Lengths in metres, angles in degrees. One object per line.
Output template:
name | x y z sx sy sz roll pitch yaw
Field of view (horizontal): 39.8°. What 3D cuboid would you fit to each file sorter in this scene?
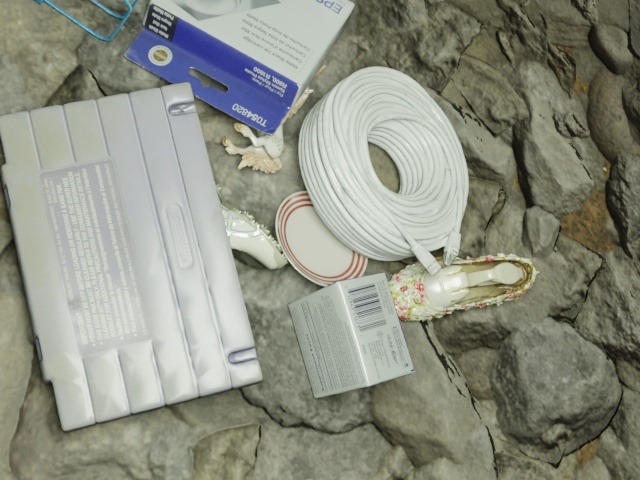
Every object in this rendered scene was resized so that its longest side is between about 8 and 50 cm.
file sorter | -0.249 -0.347 1.074 0.104 0.118 0.170 34 63 -18

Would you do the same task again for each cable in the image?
cable | 0.090 -0.100 1.180 0.257 0.089 0.257 38 53 -19

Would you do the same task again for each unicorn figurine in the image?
unicorn figurine | -0.068 -0.162 1.154 0.111 0.060 0.162 13 85 -31

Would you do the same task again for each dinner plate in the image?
dinner plate | 0.000 0.000 1.146 0.141 0.017 0.141 19 53 -28

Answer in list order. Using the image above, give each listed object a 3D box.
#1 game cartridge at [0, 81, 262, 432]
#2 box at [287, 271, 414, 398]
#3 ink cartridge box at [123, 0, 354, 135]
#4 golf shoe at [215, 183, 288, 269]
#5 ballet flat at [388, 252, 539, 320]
game cartridge | -0.216 0.013 0.987 0.230 0.068 0.355 -13 81 -8
box | 0.034 0.117 1.073 0.072 0.137 0.126 -12 81 -31
ink cartridge box | -0.101 -0.272 1.133 0.223 0.045 0.224 28 63 2
golf shoe | -0.124 -0.009 1.081 0.176 0.069 0.086 40 78 -6
ballet flat | 0.198 0.054 1.212 0.240 0.077 0.091 -11 82 -29
